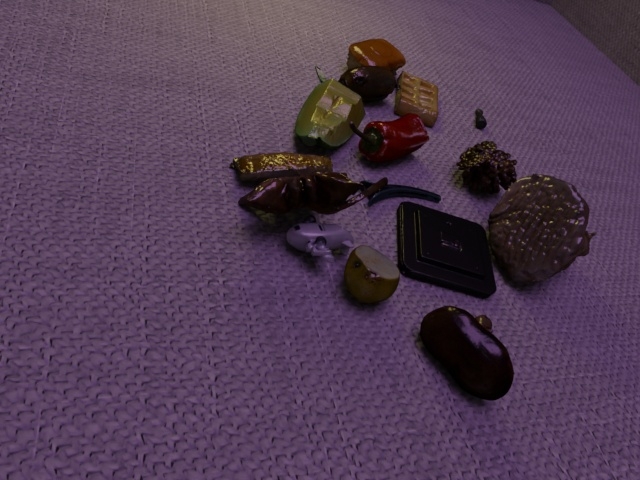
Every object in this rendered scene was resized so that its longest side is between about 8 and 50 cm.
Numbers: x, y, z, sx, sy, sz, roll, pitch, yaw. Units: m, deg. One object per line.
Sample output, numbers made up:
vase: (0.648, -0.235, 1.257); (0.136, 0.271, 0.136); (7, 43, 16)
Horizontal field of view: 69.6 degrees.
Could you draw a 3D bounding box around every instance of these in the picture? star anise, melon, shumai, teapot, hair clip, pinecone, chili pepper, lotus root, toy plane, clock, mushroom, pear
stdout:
star anise: (-0.031, -0.113, 1.124); (0.350, 0.108, 0.292); (-14, 19, -33)
melon: (0.013, -0.374, 1.436); (0.196, 0.124, 0.323); (27, 51, 3)
shumai: (0.645, -0.001, 1.352); (0.267, 0.262, 0.313); (13, 78, 38)
teapot: (0.646, -0.495, 1.861); (0.043, 0.042, 0.110); (20, 43, -5)
hair clip: (0.247, -0.143, 1.379); (0.275, 0.048, 0.083); (-3, 48, -26)
pinecone: (0.549, -0.236, 1.512); (0.195, 0.150, 0.179); (23, 45, -2)
chili pepper: (0.190, -0.309, 1.443); (0.338, 0.131, 0.134); (-23, 87, -40)
lotus root: (0.167, -0.569, 1.668); (0.241, 0.124, 0.122); (-9, 74, -30)
toy plane: (0.000, -0.003, 1.128); (0.174, 0.080, 0.174); (11, 30, -7)
clock: (0.348, 0.014, 1.278); (0.279, 0.049, 0.273); (16, 46, -9)
mushroom: (0.362, 0.233, 1.053); (0.218, 0.148, 0.227); (-11, 59, -49)
pear: (0.112, 0.088, 1.079); (0.141, 0.104, 0.141); (28, 23, -13)

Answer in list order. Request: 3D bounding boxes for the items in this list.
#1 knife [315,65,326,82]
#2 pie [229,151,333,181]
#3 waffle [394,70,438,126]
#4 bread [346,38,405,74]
knife: (0.012, -0.589, 1.702); (0.030, 0.014, 0.207); (0, 49, -23)
pie: (-0.103, -0.204, 1.263); (0.283, 0.068, 0.128); (-5, 36, -16)
waffle: (0.375, -0.555, 1.789); (0.168, 0.057, 0.274); (20, 45, -6)
bread: (0.215, -0.710, 1.819); (0.246, 0.121, 0.174); (-26, 63, -40)
